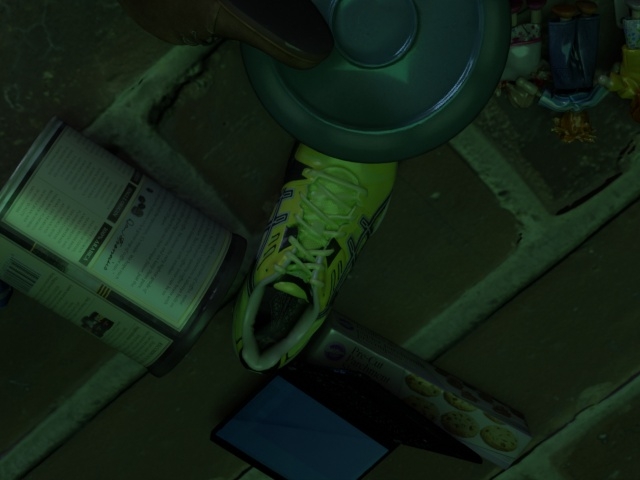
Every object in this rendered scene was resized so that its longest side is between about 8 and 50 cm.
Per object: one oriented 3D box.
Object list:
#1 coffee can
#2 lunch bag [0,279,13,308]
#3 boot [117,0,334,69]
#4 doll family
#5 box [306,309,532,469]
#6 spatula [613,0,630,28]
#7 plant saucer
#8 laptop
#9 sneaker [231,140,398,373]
[{"bbox_3d":[-0.256,0.008,1.324,0.275,0.201,0.201,34,107,-13],"label":"coffee can"},{"bbox_3d":[-0.440,0.058,1.412,0.098,0.067,0.065,-3,112,-1],"label":"lunch bag"},{"bbox_3d":[-0.113,-0.256,1.228,0.305,0.112,0.115,37,124,23],"label":"boot"},{"bbox_3d":[0.326,-0.200,1.289,0.263,0.118,0.163,-7,120,1],"label":"doll family"},{"bbox_3d":[0.134,0.202,1.482,0.324,0.063,0.067,30,108,-12],"label":"box"},{"bbox_3d":[0.395,-0.375,1.283,0.168,0.019,0.242,-13,115,3],"label":"spatula"},{"bbox_3d":[0.061,-0.247,1.259,0.317,0.044,0.318,0,93,4],"label":"plant saucer"},{"bbox_3d":[0.029,0.271,1.442,0.234,0.264,0.137,37,71,-28],"label":"laptop"},{"bbox_3d":[0.000,0.000,1.354,0.145,0.147,0.385,19,108,-6],"label":"sneaker"}]
